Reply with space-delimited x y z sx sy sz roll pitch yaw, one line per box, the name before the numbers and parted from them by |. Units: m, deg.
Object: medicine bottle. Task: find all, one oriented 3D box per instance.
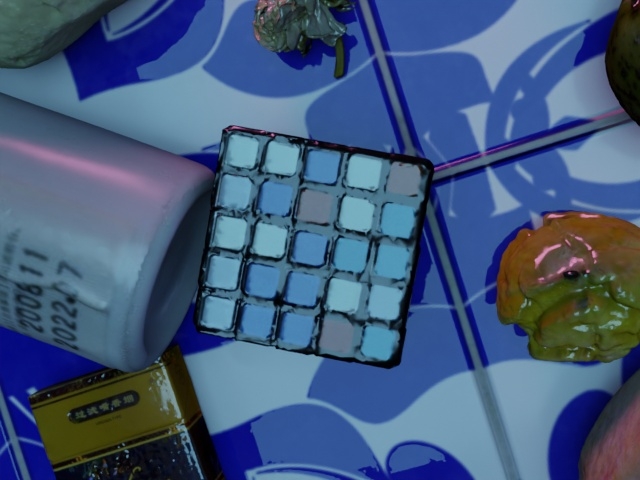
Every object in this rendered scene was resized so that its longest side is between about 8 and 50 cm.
medicine bottle | -0.301 -0.030 0.872 0.372 0.211 0.211 19 96 6

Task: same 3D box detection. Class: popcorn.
popcorn | 0.241 0.044 0.848 0.167 0.152 0.148 9 65 29

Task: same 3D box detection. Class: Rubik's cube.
Rubik's cube | 0.000 0.000 0.849 0.184 0.187 0.182 10 94 4

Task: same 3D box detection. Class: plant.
plant | 0.001 -0.213 0.885 0.117 0.104 0.122 -30 115 29

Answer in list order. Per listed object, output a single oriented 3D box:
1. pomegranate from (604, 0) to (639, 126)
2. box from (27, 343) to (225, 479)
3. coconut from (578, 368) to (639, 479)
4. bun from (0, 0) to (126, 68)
pomegranate | 0.374 -0.166 0.793 0.248 0.214 0.214 25 97 -12
box | -0.185 0.242 0.949 0.152 0.070 0.237 -18 94 8
coconut | 0.348 0.219 0.798 0.259 0.259 0.259 0 94 7
bun | -0.312 -0.339 0.846 0.353 0.227 0.348 31 99 6
